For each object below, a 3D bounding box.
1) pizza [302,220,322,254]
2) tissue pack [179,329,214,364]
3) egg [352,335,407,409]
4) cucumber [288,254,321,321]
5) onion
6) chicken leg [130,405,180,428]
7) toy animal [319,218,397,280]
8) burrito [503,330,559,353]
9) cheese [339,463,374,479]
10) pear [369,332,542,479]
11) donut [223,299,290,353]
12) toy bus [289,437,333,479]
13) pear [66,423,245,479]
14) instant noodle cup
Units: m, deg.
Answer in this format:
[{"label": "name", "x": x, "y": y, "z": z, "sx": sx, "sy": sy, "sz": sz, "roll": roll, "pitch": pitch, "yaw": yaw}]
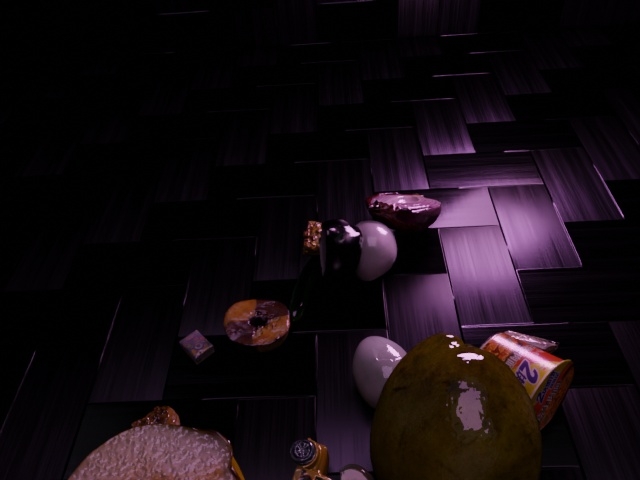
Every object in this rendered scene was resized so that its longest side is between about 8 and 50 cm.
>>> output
[{"label": "pizza", "x": 0.000, "y": -0.001, "z": 1.809, "sx": 0.175, "sy": 0.046, "sz": 0.134, "roll": 31, "pitch": 55, "yaw": 31}, {"label": "tissue pack", "x": -0.341, "y": 0.292, "z": 1.549, "sx": 0.063, "sy": 0.035, "sz": 0.083, "roll": -36, "pitch": 53, "yaw": -28}, {"label": "egg", "x": 0.155, "y": 0.325, "z": 1.388, "sx": 0.151, "sy": 0.151, "sz": 0.209, "roll": -16, "pitch": 44, "yaw": -11}, {"label": "cucumber", "x": -0.046, "y": 0.133, "z": 1.672, "sx": 0.056, "sy": 0.056, "sz": 0.284, "roll": 8, "pitch": 42, "yaw": 13}, {"label": "onion", "x": 0.238, "y": -0.081, "z": 1.779, "sx": 0.227, "sy": 0.120, "sz": 0.283, "roll": 16, "pitch": 17, "yaw": 42}, {"label": "chicken leg", "x": -0.399, "y": 0.487, "z": 1.323, "sx": 0.085, "sy": 0.101, "sz": 0.208, "roll": -16, "pitch": 46, "yaw": 34}, {"label": "toy animal", "x": 0.114, "y": 0.026, "z": 1.682, "sx": 0.235, "sy": 0.165, "sz": 0.187, "roll": 3, "pitch": 60, "yaw": -12}, {"label": "burrito", "x": 0.551, "y": 0.273, "z": 1.483, "sx": 0.149, "sy": 0.041, "sz": 0.055, "roll": 11, "pitch": 33, "yaw": 15}, {"label": "cheese", "x": 0.086, "y": 0.571, "z": 1.218, "sx": 0.092, "sy": 0.048, "sz": 0.171, "roll": -11, "pitch": 45, "yaw": -4}, {"label": "pear", "x": 0.280, "y": 0.408, "z": 1.158, "sx": 0.351, "sy": 0.352, "sz": 0.414, "roll": 9, "pitch": 80, "yaw": 14}, {"label": "donut", "x": -0.173, "y": 0.240, "z": 1.561, "sx": 0.184, "sy": 0.073, "sz": 0.166, "roll": -10, "pitch": 44, "yaw": -6}, {"label": "toy bus", "x": -0.043, "y": 0.586, "z": 1.154, "sx": 0.123, "sy": 0.121, "sz": 0.336, "roll": 8, "pitch": 47, "yaw": 19}, {"label": "pear", "x": -0.339, "y": 0.570, "z": 1.153, "sx": 0.386, "sy": 0.191, "sz": 0.340, "roll": -14, "pitch": 46, "yaw": -14}, {"label": "instant noodle cup", "x": 0.464, "y": 0.330, "z": 1.333, "sx": 0.213, "sy": 0.213, "sz": 0.174, "roll": -32, "pitch": 41, "yaw": -25}]
